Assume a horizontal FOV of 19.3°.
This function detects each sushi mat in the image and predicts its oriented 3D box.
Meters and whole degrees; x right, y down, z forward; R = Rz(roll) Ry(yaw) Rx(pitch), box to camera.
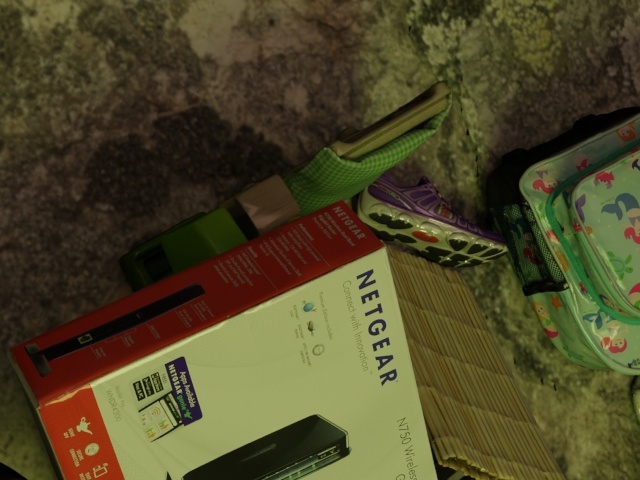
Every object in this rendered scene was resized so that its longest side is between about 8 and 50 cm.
[{"bbox_3d":[0.125,0.114,1.751,0.151,0.019,0.316,21,29,-32],"label":"sushi mat"}]

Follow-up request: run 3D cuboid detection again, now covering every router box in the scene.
[{"bbox_3d":[-0.066,0.169,1.565,0.301,0.082,0.335,-25,129,-13],"label":"router box"}]

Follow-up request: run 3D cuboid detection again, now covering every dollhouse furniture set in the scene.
[{"bbox_3d":[0.000,0.000,1.717,0.301,0.197,0.151,-31,95,-30],"label":"dollhouse furniture set"}]

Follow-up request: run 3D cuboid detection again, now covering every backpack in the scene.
[{"bbox_3d":[0.316,0.007,1.911,0.225,0.191,0.253,-25,102,-20],"label":"backpack"}]

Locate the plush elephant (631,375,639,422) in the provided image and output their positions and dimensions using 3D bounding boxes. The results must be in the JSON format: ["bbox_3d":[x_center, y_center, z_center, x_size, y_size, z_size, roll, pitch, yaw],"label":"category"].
[{"bbox_3d":[0.454,0.217,1.919,0.255,0.330,0.271,-17,75,-9],"label":"plush elephant"}]

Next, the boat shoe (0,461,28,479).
[{"bbox_3d":[-0.349,0.312,1.514,0.340,0.158,0.127,-52,147,-5],"label":"boat shoe"}]

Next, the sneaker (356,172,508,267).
[{"bbox_3d":[0.116,-0.025,1.869,0.170,0.068,0.071,23,61,-25],"label":"sneaker"}]

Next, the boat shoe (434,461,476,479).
[{"bbox_3d":[0.102,0.282,1.770,0.335,0.112,0.095,-34,93,-34],"label":"boat shoe"}]
